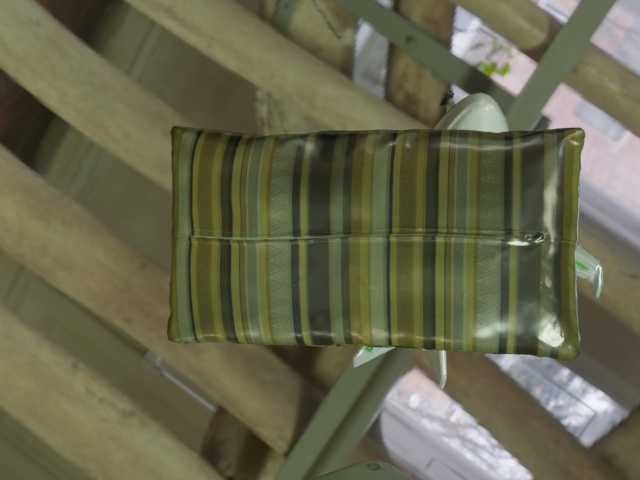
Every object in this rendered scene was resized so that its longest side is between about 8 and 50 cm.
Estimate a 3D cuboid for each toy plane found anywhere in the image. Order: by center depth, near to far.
[{"bbox_3d":[0.085,-0.004,0.653,0.101,0.251,0.255,-107,-165,-45],"label":"toy plane"}]

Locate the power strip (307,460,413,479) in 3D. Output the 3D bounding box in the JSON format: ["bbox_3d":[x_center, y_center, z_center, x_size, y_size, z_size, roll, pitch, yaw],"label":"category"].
[{"bbox_3d":[0.022,0.296,0.858,0.261,0.229,0.141,-11,112,-33],"label":"power strip"}]

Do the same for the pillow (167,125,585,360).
[{"bbox_3d":[0.023,-0.001,0.450,0.038,0.203,0.113,-2,92,-80],"label":"pillow"}]
